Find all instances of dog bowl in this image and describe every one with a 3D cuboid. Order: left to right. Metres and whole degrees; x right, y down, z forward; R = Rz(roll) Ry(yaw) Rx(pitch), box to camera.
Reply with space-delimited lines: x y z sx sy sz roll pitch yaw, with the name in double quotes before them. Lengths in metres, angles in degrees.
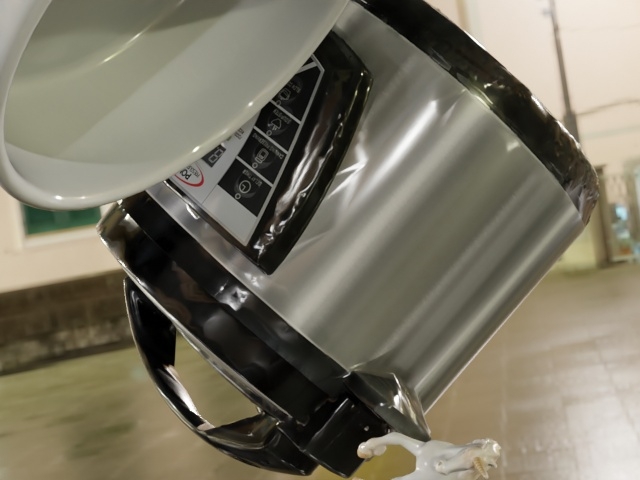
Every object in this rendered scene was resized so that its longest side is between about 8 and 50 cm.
"dog bowl" -0.092 -0.145 0.600 0.265 0.104 0.265 -40 -16 -14

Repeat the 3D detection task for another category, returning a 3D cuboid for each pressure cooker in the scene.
"pressure cooker" 0.004 0.004 1.068 0.420 0.375 0.370 -49 1 0

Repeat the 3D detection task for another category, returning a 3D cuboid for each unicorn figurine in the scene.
"unicorn figurine" 0.081 0.174 0.808 0.111 0.060 0.162 -6 -36 19
